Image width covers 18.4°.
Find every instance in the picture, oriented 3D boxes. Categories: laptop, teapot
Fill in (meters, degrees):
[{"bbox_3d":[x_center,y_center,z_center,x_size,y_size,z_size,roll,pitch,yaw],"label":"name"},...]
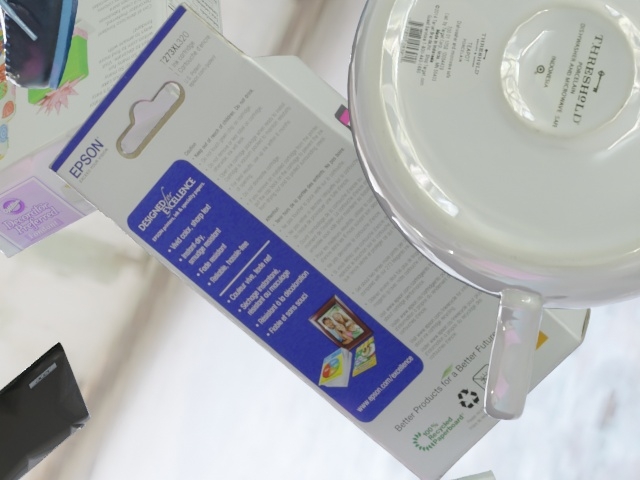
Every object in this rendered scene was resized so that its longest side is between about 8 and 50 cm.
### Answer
[{"bbox_3d":[-0.356,0.193,1.912,0.234,0.136,0.264,-40,27,-18],"label":"laptop"},{"bbox_3d":[0.136,-0.070,1.101,0.256,0.252,0.187,-33,-10,1],"label":"teapot"}]

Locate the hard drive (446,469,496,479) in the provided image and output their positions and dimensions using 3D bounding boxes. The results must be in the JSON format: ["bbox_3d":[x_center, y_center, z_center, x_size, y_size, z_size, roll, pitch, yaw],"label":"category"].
[{"bbox_3d":[-0.008,0.265,1.320,0.203,0.308,0.040,-107,5,-54],"label":"hard drive"}]

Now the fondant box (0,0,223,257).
[{"bbox_3d":[-0.206,-0.177,1.695,0.238,0.096,0.330,-27,45,22],"label":"fondant box"}]

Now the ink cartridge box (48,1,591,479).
[{"bbox_3d":[0.000,0.000,1.431,0.176,0.371,0.069,-47,7,28],"label":"ink cartridge box"}]

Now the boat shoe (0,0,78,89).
[{"bbox_3d":[-0.180,-0.215,1.145,0.109,0.089,0.258,-104,17,-69],"label":"boat shoe"}]
